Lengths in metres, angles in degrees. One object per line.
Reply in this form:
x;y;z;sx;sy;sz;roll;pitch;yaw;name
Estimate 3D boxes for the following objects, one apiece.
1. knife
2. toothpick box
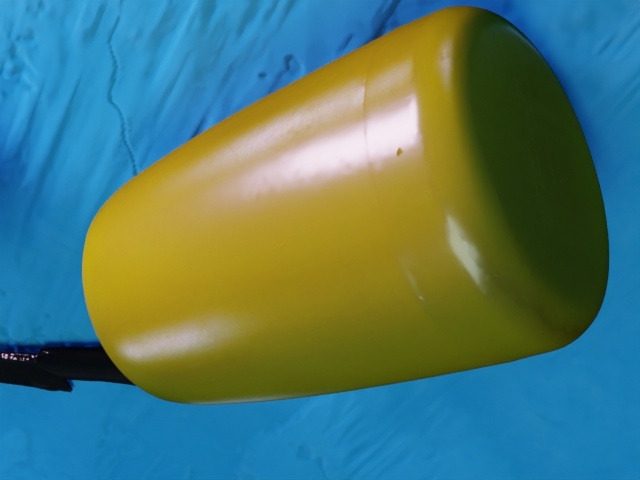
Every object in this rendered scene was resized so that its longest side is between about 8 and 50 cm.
-0.238;0.106;0.817;0.230;0.028;0.060;0;142;19;knife
0.000;0.000;0.551;0.271;0.175;0.175;-19;123;33;toothpick box
